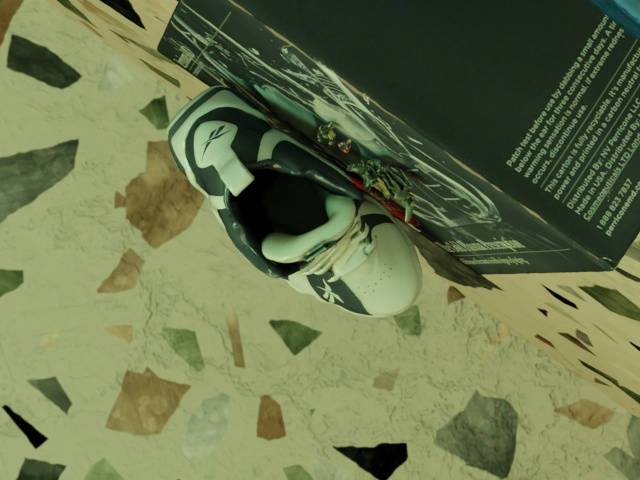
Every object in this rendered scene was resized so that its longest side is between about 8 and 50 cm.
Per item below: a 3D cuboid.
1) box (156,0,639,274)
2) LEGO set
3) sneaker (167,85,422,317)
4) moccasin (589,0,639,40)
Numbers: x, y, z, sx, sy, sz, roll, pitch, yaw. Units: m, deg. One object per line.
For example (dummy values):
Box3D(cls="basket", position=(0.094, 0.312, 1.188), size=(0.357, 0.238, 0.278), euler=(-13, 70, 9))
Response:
Box3D(cls="box", position=(0.071, -0.132, 1.206), size=(0.312, 0.179, 0.343), euler=(35, 174, -6))
Box3D(cls="LEGO set", position=(0.034, -0.049, 1.134), size=(0.083, 0.023, 0.054), euler=(49, 167, -16))
Box3D(cls="sneaker", position=(0.000, 0.000, 1.222), size=(0.235, 0.094, 0.153), euler=(48, -175, -29))
Box3D(cls="moccasin", position=(0.098, -0.209, 0.797), size=(0.342, 0.117, 0.138), euler=(32, -172, -41))
